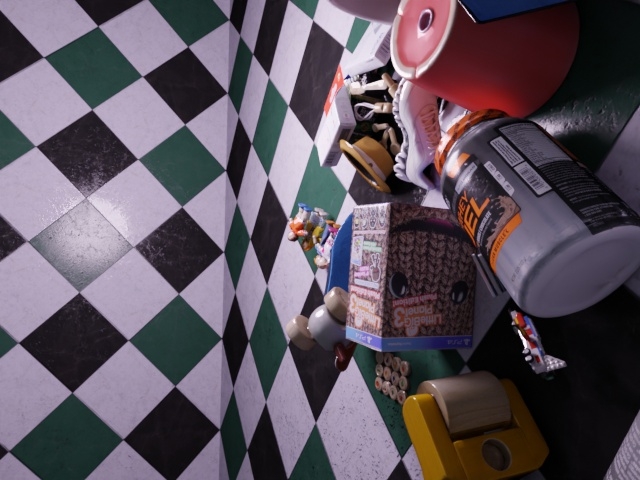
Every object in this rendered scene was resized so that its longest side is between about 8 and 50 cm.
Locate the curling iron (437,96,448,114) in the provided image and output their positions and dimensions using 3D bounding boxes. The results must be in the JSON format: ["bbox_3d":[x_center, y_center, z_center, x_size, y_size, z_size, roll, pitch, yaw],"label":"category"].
[{"bbox_3d":[0.235,-0.391,1.085,0.035,0.068,0.274,59,176,46],"label":"curling iron"}]

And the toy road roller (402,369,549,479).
[{"bbox_3d":[0.271,0.427,0.887,0.240,0.203,0.329,109,151,-50],"label":"toy road roller"}]

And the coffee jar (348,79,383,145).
[{"bbox_3d":[0.120,-0.365,1.423,0.079,0.096,0.184,-119,40,-58],"label":"coffee jar"}]

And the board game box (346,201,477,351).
[{"bbox_3d":[0.195,0.075,1.047,0.141,0.232,0.290,2,89,64],"label":"board game box"}]

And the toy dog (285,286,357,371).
[{"bbox_3d":[0.083,0.231,1.183,0.220,0.334,0.161,-54,49,34],"label":"toy dog"}]

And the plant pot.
[{"bbox_3d":[0.284,-0.375,0.917,0.275,0.243,0.274,-18,70,62],"label":"plant pot"}]

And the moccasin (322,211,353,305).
[{"bbox_3d":[0.068,0.072,1.380,0.117,0.138,0.341,107,-176,-81],"label":"moccasin"}]

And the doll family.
[{"bbox_3d":[0.000,0.000,1.636,0.263,0.118,0.163,41,119,37],"label":"doll family"}]

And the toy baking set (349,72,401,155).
[{"bbox_3d":[0.162,-0.328,1.270,0.256,0.030,0.197,57,151,4],"label":"toy baking set"}]

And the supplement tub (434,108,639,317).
[{"bbox_3d":[0.333,-0.061,0.807,0.338,0.207,0.207,-112,36,-43],"label":"supplement tub"}]

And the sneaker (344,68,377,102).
[{"bbox_3d":[0.117,-0.474,1.479,0.086,0.064,0.192,-109,37,-48],"label":"sneaker"}]

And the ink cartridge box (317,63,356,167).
[{"bbox_3d":[0.030,-0.359,1.425,0.189,0.066,0.232,117,143,-57],"label":"ink cartridge box"}]

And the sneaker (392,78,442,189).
[{"bbox_3d":[0.234,-0.241,1.102,0.118,0.110,0.292,50,160,44],"label":"sneaker"}]

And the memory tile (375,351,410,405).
[{"bbox_3d":[0.184,0.353,1.281,0.148,0.012,0.113,-172,87,-65],"label":"memory tile"}]

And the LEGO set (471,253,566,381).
[{"bbox_3d":[0.340,0.125,0.831,0.060,0.182,0.244,-28,76,21],"label":"LEGO set"}]

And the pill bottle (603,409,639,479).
[{"bbox_3d":[0.442,0.290,0.583,0.161,0.161,0.283,46,127,57],"label":"pill bottle"}]

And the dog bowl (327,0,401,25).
[{"bbox_3d":[0.160,-0.559,1.073,0.349,0.349,0.102,30,111,62],"label":"dog bowl"}]

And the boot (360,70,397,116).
[{"bbox_3d":[0.162,-0.397,1.337,0.045,0.099,0.121,149,122,-61],"label":"boot"}]

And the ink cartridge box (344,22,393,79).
[{"bbox_3d":[0.153,-0.553,1.338,0.223,0.045,0.224,-61,25,-8],"label":"ink cartridge box"}]

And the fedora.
[{"bbox_3d":[0.138,-0.216,1.328,0.079,0.194,0.194,-44,33,0],"label":"fedora"}]

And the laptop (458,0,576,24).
[{"bbox_3d":[0.372,-0.563,0.733,0.408,0.237,0.381,-53,41,41],"label":"laptop"}]
